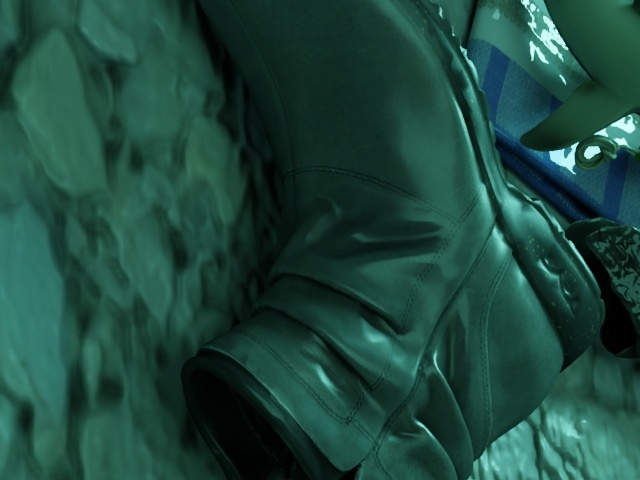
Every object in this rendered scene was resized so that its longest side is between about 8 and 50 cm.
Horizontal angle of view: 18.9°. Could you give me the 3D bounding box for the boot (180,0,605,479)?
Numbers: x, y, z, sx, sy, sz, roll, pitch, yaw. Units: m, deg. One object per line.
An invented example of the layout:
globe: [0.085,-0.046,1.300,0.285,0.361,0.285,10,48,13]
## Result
boot: [0.000,0.000,0.987,0.338,0.118,0.223,51,56,-12]

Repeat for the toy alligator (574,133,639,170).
toy alligator: [0.234,-0.058,1.202,0.189,0.056,0.051,7,35,-23]

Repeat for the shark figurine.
shark figurine: [0.184,-0.152,1.176,0.116,0.166,0.278,18,47,-59]

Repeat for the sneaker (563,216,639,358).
sneaker: [0.209,0.055,1.188,0.089,0.051,0.170,-25,112,-21]

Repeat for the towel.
towel: [0.191,-0.141,1.240,0.209,0.034,0.285,35,58,-27]
